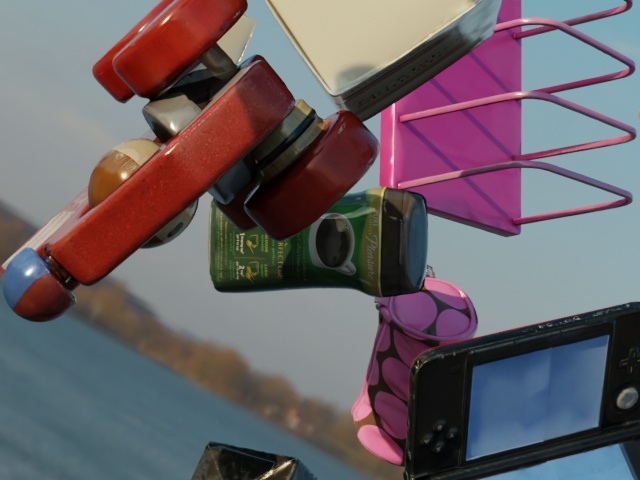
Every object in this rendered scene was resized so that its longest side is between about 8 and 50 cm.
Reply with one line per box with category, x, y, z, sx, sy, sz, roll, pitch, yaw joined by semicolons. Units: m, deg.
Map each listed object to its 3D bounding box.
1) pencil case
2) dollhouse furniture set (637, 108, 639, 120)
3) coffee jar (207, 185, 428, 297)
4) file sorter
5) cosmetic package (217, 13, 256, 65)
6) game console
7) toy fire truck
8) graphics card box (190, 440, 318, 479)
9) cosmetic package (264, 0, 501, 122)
pencil case;0.084;0.125;1.751;0.098;0.095;0.209;9;-46;-3
dollhouse furniture set;0.264;-0.122;1.168;0.076;0.059;0.151;-16;-7;-36
coffee jar;0.000;0.000;1.569;0.184;0.096;0.079;2;2;9
file sorter;0.192;-0.174;1.791;0.182;0.291;0.202;-10;-18;42
cosmetic package;-0.106;-0.179;1.668;0.041;0.060;0.115;28;-8;-23
game console;0.124;0.113;0.953;0.144;0.124;0.085;-12;34;-20
toy fire truck;-0.117;-0.039;1.273;0.169;0.254;0.302;46;-7;-11
graphics card box;-0.017;0.346;1.453;0.094;0.233;0.371;8;-28;33
cosmetic package;0.043;-0.182;1.359;0.129;0.153;0.296;57;4;3
